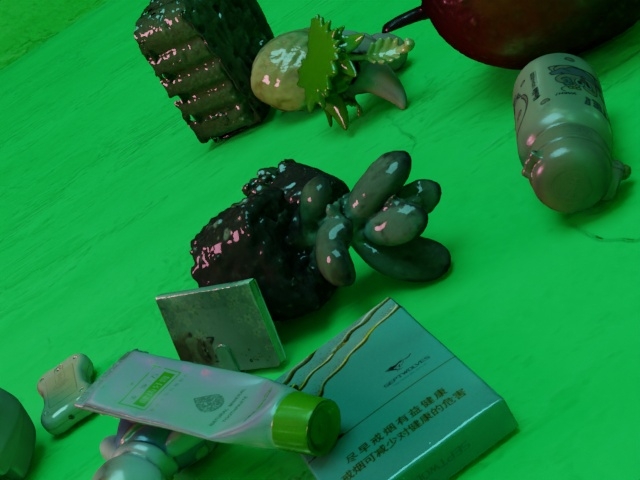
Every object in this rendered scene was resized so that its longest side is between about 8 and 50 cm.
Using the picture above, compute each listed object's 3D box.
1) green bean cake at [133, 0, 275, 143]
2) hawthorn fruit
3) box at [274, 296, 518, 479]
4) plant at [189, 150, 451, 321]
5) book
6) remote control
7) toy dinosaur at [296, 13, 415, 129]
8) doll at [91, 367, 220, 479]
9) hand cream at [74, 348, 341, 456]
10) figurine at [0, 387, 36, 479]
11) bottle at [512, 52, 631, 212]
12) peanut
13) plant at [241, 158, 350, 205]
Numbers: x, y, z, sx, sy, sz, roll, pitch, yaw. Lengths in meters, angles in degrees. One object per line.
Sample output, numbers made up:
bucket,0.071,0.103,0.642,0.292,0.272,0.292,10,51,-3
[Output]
green bean cake,-0.166,-0.315,1.775,0.132,0.241,0.255,-20,29,27
hawthorn fruit,0.236,-0.344,1.351,0.369,0.285,0.285,-27,27,21
box,0.051,0.148,0.974,0.162,0.041,0.229,-35,27,-7
plant,-0.002,-0.001,1.168,0.274,0.146,0.149,-17,27,27
book,-0.106,0.096,1.166,0.135,0.103,0.017,-11,17,35
remote control,-0.298,0.181,1.304,0.074,0.032,0.122,-33,26,-2
toy dinosaur,0.064,-0.236,1.568,0.177,0.152,0.194,-1,24,-28
doll,-0.162,0.205,1.046,0.135,0.099,0.241,8,40,12
hand cream,-0.104,0.144,0.996,0.275,0.050,0.079,6,12,37
figurine,-0.421,0.255,1.203,0.176,0.133,0.236,14,53,44
bottle,0.257,-0.106,1.137,0.110,0.097,0.209,15,35,-4
peanut,-0.029,-0.266,1.686,0.140,0.109,0.159,22,55,14
plant,-0.031,-0.049,1.348,0.143,0.094,0.092,7,56,45
